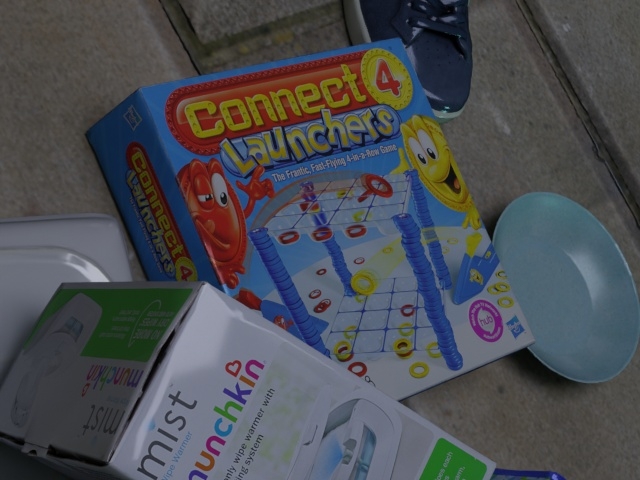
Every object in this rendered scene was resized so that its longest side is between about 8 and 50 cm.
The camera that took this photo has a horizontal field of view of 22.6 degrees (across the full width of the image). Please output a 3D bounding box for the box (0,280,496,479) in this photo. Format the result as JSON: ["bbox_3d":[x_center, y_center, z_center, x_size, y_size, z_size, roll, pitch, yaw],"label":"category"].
[{"bbox_3d":[-0.064,0.133,1.031,0.231,0.262,0.126,34,75,-21],"label":"box"}]

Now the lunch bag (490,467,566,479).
[{"bbox_3d":[0.130,0.258,1.281,0.096,0.151,0.129,35,52,-21],"label":"lunch bag"}]

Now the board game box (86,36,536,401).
[{"bbox_3d":[0.000,0.000,1.345,0.308,0.086,0.302,-18,81,-42],"label":"board game box"}]

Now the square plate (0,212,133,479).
[{"bbox_3d":[-0.244,0.137,1.110,0.347,0.049,0.344,-1,71,-40],"label":"square plate"}]

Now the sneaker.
[{"bbox_3d":[0.108,-0.288,1.528,0.131,0.148,0.350,8,65,-36],"label":"sneaker"}]

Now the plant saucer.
[{"bbox_3d":[0.226,0.049,1.536,0.195,0.037,0.195,18,59,-33],"label":"plant saucer"}]
